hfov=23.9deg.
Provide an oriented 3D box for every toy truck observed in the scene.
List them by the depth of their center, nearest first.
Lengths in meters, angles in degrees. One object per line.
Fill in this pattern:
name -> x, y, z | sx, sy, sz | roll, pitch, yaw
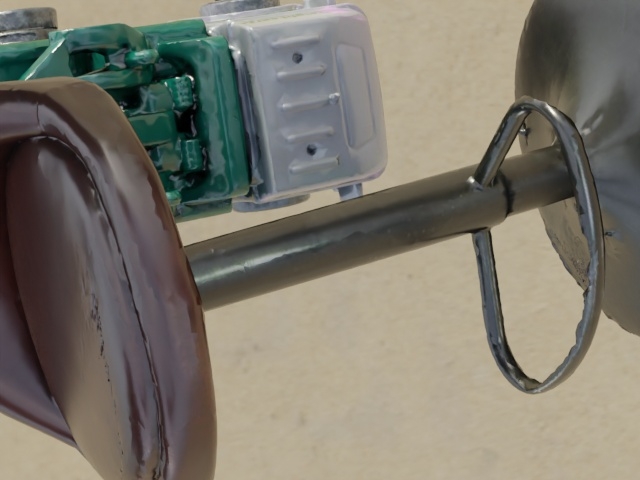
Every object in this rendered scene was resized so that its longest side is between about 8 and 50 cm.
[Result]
toy truck -> -0.132, -0.067, 0.952 | 0.178, 0.363, 0.177 | 7, 107, 60

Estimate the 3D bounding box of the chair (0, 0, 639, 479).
chair -> 0.000, 0.000, 0.759 | 0.226, 0.401, 0.226 | 47, 145, 49
